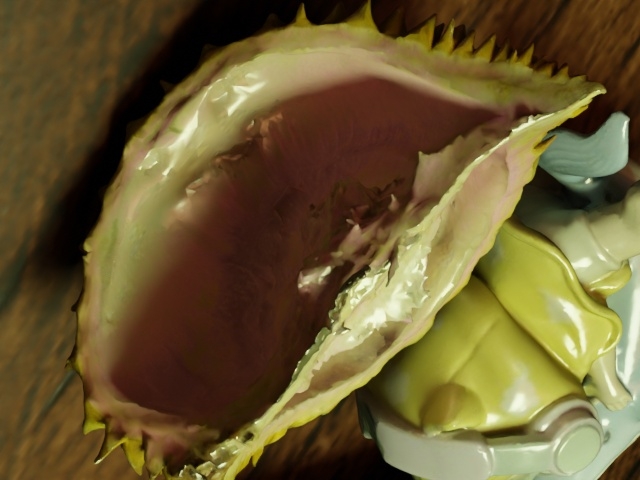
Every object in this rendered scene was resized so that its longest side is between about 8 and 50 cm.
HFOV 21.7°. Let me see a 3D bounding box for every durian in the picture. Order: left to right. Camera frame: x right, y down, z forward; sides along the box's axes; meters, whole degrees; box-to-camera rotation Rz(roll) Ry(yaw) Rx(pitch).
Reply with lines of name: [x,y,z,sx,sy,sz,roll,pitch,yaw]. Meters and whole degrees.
durian: [0.000,-0.002,0.620,0.165,0.132,0.182,11,105,-16]

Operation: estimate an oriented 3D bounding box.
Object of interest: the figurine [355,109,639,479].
figurine: [0.098,0.028,0.736,0.184,0.128,0.208,-21,119,-24]
